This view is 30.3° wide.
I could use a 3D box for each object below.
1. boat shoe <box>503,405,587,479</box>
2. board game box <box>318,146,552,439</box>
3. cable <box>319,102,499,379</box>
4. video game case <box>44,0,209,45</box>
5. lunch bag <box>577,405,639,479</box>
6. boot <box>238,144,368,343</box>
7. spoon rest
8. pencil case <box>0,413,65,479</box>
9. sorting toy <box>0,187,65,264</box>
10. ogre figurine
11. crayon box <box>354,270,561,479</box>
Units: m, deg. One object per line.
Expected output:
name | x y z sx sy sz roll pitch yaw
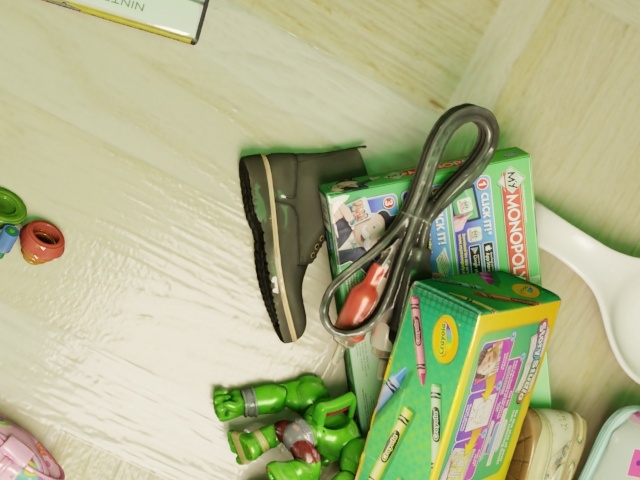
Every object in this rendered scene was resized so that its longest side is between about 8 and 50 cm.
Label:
boat shoe | 0.210 0.311 1.255 0.089 0.104 0.285 6 109 -26
board game box | 0.126 0.077 1.231 0.213 0.046 0.317 -11 109 -10
cable | 0.079 -0.001 1.153 0.139 0.072 0.287 13 93 -16
video game case | -0.208 -0.363 1.188 0.248 0.035 0.275 15 91 -10
lunch bag | 0.384 0.304 1.260 0.279 0.108 0.224 27 83 -35
boot | 0.000 0.000 1.231 0.137 0.077 0.198 -10 97 -15
spoon rest | 0.325 0.057 1.282 0.276 0.084 0.137 35 87 -9
pencil case | -0.384 0.297 1.156 0.284 0.124 0.124 -46 99 -5
sorting toy | -0.308 -0.006 1.190 0.102 0.061 0.042 37 121 -3
ogre figurine | -0.014 0.208 1.204 0.118 0.197 0.097 -24 122 -25
crayon box | 0.127 0.174 1.150 0.165 0.081 0.278 -4 113 -53
